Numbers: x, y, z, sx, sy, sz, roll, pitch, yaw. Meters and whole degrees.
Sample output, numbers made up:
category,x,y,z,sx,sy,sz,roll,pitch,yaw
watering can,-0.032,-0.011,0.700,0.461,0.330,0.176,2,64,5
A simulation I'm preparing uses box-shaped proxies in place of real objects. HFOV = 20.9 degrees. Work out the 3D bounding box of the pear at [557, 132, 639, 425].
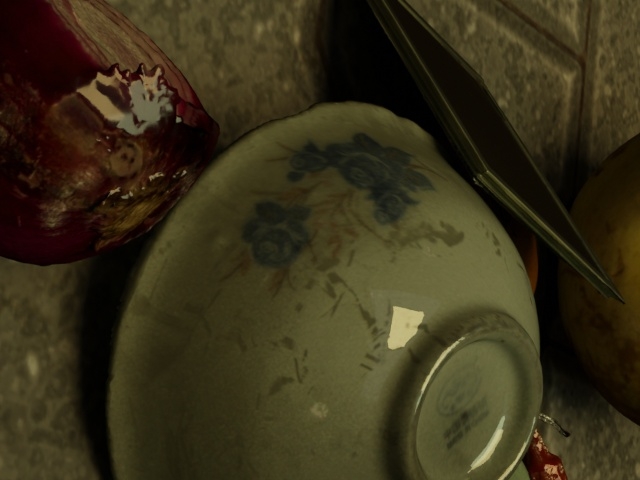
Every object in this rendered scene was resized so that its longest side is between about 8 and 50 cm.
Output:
category,x,y,z,sx,sy,sz,roll,pitch,yaw
pear,0.323,0.028,1.384,0.281,0.281,0.280,9,79,-53

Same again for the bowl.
category,x,y,z,sx,sy,sz,roll,pitch,yaw
bowl,0.040,0.082,1.014,0.313,0.146,0.313,-14,111,-39

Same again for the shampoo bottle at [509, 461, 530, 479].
category,x,y,z,sx,sy,sz,roll,pitch,yaw
shampoo bottle,0.092,0.217,1.232,0.191,0.041,0.069,-37,121,-48

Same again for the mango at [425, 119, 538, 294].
category,x,y,z,sx,sy,sz,roll,pitch,yaw
mango,0.116,-0.008,1.255,0.105,0.084,0.159,18,72,-57

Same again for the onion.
category,x,y,z,sx,sy,sz,roll,pitch,yaw
onion,-0.156,-0.073,0.879,0.135,0.198,0.173,-47,154,4

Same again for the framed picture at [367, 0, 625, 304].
category,x,y,z,sx,sy,sz,roll,pitch,yaw
framed picture,0.108,-0.080,1.191,0.197,0.014,0.252,37,19,-45

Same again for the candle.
category,x,y,z,sx,sy,sz,roll,pitch,yaw
candle,0.186,0.208,1.353,0.053,0.048,0.162,-76,149,-73
